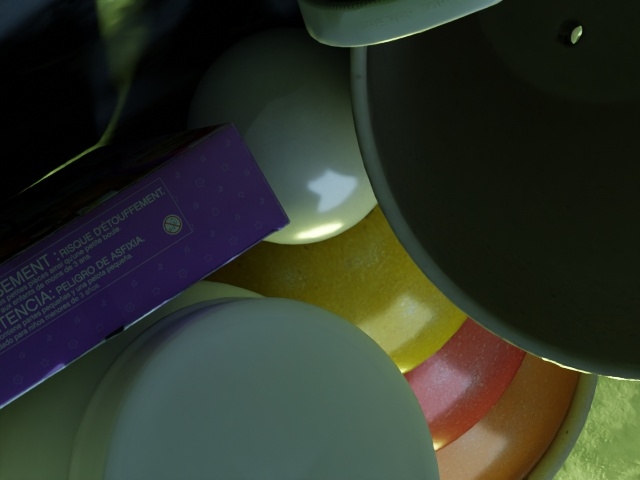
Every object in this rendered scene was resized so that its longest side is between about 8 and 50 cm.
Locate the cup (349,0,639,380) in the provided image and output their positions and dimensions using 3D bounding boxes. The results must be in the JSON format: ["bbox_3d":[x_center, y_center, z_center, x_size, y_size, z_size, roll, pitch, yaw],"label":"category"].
[{"bbox_3d":[0.173,-0.124,0.897,0.331,0.331,0.237,-36,-161,11],"label":"cup"}]

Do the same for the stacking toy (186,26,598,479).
[{"bbox_3d":[0.000,0.000,1.083,0.350,0.351,0.480,-34,156,-5],"label":"stacking toy"}]

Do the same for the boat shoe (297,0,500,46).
[{"bbox_3d":[0.120,-0.177,0.684,0.305,0.091,0.109,-22,-151,7],"label":"boat shoe"}]

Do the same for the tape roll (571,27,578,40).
[{"bbox_3d":[0.269,-0.165,1.189,0.321,0.077,0.321,-9,143,-7],"label":"tape roll"}]

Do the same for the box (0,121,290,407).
[{"bbox_3d":[-0.152,0.019,0.849,0.201,0.057,0.293,-33,-169,-16],"label":"box"}]

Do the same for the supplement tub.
[{"bbox_3d":[-0.109,0.148,0.941,0.235,0.235,0.325,-31,-170,-35],"label":"supplement tub"}]

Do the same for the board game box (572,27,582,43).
[{"bbox_3d":[0.153,-0.052,1.617,0.390,0.050,0.390,-61,-176,-22],"label":"board game box"}]
